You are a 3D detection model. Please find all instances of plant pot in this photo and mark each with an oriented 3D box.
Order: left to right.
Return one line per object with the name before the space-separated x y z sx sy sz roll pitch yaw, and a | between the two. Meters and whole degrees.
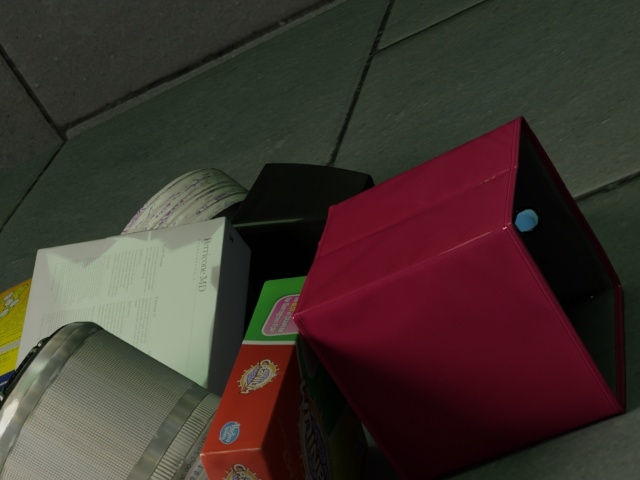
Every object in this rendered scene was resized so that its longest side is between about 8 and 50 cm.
plant pot | 0.000 0.000 2.114 0.167 0.187 0.188 -8 29 24

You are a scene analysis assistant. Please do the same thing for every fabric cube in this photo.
fabric cube | 0.160 0.066 1.624 0.258 0.254 0.259 -25 23 23

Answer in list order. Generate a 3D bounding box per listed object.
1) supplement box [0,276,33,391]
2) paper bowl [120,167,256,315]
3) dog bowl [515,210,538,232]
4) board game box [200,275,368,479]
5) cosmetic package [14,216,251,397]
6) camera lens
supplement box | -0.399 0.201 2.191 0.195 0.194 0.356 -25 22 20
paper bowl | -0.180 0.047 2.179 0.148 0.284 0.284 36 65 19
dog bowl | 0.173 0.057 1.873 0.297 0.074 0.166 -29 21 12
board game box | -0.029 0.220 1.560 0.064 0.242 0.316 -8 28 15
cosmetic package | -0.247 0.167 1.909 0.284 0.097 0.377 -10 54 21
camera lens | -0.218 0.234 1.628 0.219 0.274 0.219 -59 -6 -10
